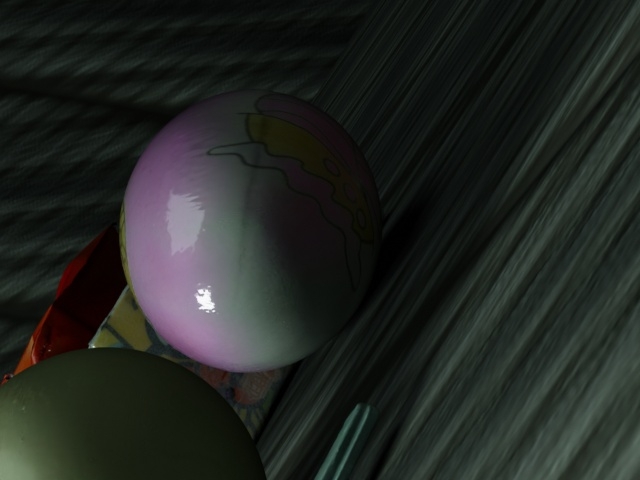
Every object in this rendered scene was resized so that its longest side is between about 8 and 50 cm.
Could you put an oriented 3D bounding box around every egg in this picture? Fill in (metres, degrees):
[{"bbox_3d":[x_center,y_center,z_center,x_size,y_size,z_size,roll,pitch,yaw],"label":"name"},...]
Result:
[{"bbox_3d":[-0.119,0.159,1.041,0.186,0.186,0.242,-55,17,16],"label":"egg"},{"bbox_3d":[-0.049,-0.008,1.373,0.196,0.196,0.271,-56,5,5],"label":"egg"}]

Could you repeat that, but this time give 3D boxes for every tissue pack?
[{"bbox_3d":[-0.100,0.090,1.482,0.109,0.148,0.060,-61,8,-35],"label":"tissue pack"}]

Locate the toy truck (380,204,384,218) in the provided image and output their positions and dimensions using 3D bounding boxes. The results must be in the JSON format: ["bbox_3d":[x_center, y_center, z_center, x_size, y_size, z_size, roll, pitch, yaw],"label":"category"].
[{"bbox_3d":[0.000,0.000,1.578,0.052,0.063,0.123,-59,6,-35],"label":"toy truck"}]

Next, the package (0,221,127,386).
[{"bbox_3d":[-0.172,0.120,1.715,0.123,0.196,0.423,-60,5,17],"label":"package"}]

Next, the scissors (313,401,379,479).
[{"bbox_3d":[-0.068,0.250,0.868,0.447,0.029,0.192,-60,6,-32],"label":"scissors"}]
